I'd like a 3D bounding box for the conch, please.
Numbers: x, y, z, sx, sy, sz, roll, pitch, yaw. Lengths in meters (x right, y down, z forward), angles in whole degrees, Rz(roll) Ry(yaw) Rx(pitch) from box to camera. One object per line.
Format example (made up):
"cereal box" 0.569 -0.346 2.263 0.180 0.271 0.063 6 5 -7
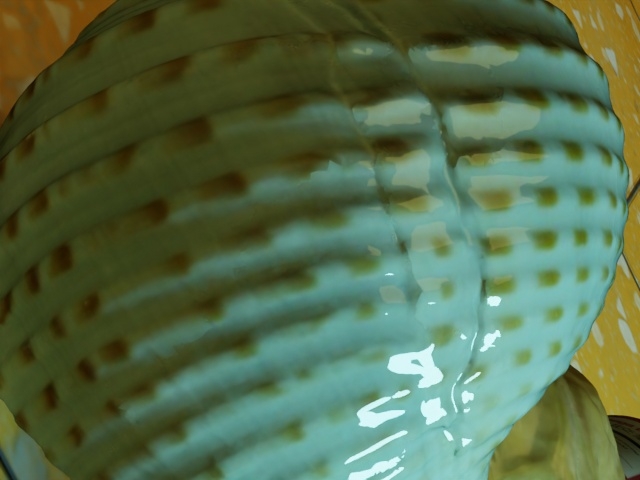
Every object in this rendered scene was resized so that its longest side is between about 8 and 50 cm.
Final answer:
"conch" 0.004 -0.014 0.757 0.303 0.215 0.319 4 42 -21

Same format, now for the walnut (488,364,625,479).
"walnut" 0.074 0.155 0.906 0.193 0.193 0.225 23 55 -56

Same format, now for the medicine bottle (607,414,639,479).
"medicine bottle" 0.183 0.185 1.145 0.250 0.131 0.131 1 69 -63
